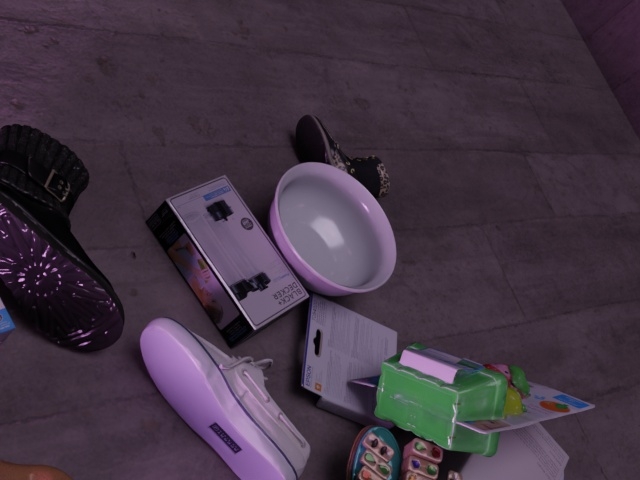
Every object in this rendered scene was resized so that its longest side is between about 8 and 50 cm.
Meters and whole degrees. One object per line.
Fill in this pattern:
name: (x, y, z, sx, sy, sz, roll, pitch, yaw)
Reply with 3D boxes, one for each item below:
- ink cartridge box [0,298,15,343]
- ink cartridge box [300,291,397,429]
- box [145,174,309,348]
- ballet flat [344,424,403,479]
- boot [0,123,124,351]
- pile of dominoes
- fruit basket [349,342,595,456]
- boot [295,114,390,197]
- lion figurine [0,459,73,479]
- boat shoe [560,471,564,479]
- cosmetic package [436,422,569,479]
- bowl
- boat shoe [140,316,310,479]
ink cartridge box: (-0.548, 0.080, 1.322, 0.104, 0.061, 0.181, -20, 76, -47)
ink cartridge box: (0.050, 0.237, 1.741, 0.224, 0.045, 0.223, 28, 46, -24)
box: (-0.171, 0.036, 1.663, 0.169, 0.087, 0.290, -27, 81, -48)
ballet flat: (0.095, 0.498, 1.534, 0.116, 0.124, 0.342, 1, 59, -19)
boot: (-0.427, -0.012, 1.448, 0.348, 0.131, 0.260, 56, 15, -26)
pile of dominoes: (0.147, 0.452, 1.482, 0.196, 0.040, 0.251, 23, 52, -11)
fruit basket: (0.288, 0.275, 1.680, 0.353, 0.327, 0.166, -8, 106, -40)
boot: (0.052, -0.181, 2.018, 0.178, 0.085, 0.236, -18, 80, -49)
lion figurine: (-0.446, 0.338, 1.195, 0.392, 0.142, 0.240, 38, 33, -34)
boat shoe: (0.467, 0.513, 1.891, 0.083, 0.065, 0.183, 30, 46, -24)
cosmetic package: (0.318, 0.483, 1.717, 0.197, 0.155, 0.365, 50, 42, 0)
bowl: (0.000, 0.000, 1.803, 0.297, 0.134, 0.298, 23, 48, -28)
boat shoe: (-0.140, 0.251, 1.501, 0.367, 0.136, 0.156, 49, 42, -6)
